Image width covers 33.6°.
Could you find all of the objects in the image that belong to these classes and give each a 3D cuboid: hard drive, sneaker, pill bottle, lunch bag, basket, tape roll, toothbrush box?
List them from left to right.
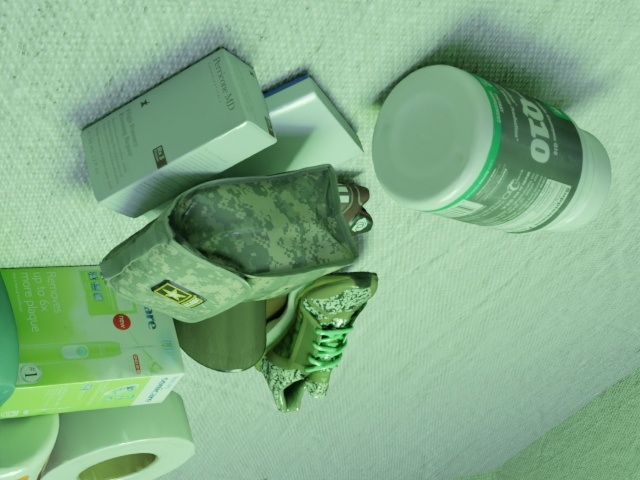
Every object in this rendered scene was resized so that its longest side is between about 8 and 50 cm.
[{"bbox_3d":[-0.584,0.388,1.759,0.224,0.224,0.392,-1,141,-31],"label":"pill bottle"},{"bbox_3d":[-0.385,0.156,1.695,0.283,0.206,0.122,0,149,-32],"label":"toothbrush box"},{"bbox_3d":[-0.370,0.363,1.896,0.286,0.100,0.286,-16,155,-8],"label":"tape roll"},{"bbox_3d":[-0.162,0.073,1.725,0.154,0.204,0.227,-25,149,-27],"label":"basket"},{"bbox_3d":[-0.134,0.012,1.445,0.287,0.168,0.235,-10,170,-34],"label":"lunch bag"},{"bbox_3d":[-0.118,-0.113,1.517,0.319,0.040,0.210,-24,154,13],"label":"hard drive"},{"bbox_3d":[0.000,0.000,1.752,0.163,0.106,0.281,-5,152,-31],"label":"sneaker"},{"bbox_3d":[0.004,0.193,1.955,0.158,0.182,0.410,-2,151,-29],"label":"sneaker"},{"bbox_3d":[0.262,-0.119,1.562,0.361,0.204,0.204,10,143,-45],"label":"pill bottle"}]

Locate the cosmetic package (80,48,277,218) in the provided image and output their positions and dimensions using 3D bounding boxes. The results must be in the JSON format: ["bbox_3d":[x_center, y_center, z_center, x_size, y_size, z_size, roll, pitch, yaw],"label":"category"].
[{"bbox_3d":[-0.182,-0.133,1.348,0.231,0.117,0.085,-28,154,19],"label":"cosmetic package"}]

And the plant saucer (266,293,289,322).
[{"bbox_3d":[-0.097,0.134,2.032,0.278,0.041,0.278,-15,156,-7],"label":"plant saucer"}]

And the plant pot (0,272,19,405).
[{"bbox_3d":[-0.546,0.139,1.440,0.293,0.235,0.293,-28,167,-7],"label":"plant pot"}]
